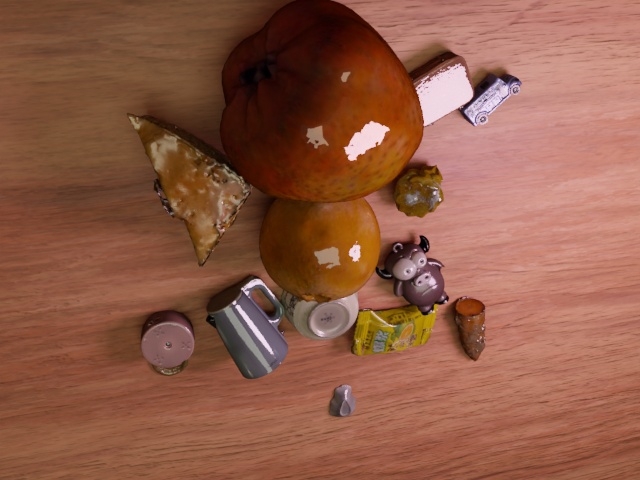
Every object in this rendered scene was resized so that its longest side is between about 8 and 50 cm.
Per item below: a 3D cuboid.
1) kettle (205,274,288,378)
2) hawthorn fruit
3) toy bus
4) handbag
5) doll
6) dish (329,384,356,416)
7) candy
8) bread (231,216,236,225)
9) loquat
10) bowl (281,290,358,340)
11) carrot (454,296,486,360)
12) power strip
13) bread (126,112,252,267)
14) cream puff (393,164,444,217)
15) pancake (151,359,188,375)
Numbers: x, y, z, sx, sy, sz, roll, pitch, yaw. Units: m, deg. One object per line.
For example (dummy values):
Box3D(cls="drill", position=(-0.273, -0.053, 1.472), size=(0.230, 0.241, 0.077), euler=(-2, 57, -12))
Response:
Box3D(cls="kettle", position=(-0.196, 0.241, 1.823), size=(0.210, 0.160, 0.243), euler=(-35, 115, -15))
Box3D(cls="hawthorn fruit", position=(0.003, -0.292, 1.434), size=(0.472, 0.472, 0.472), euler=(-6, 118, -11))
Box3D(cls="toy bus", position=(0.451, -0.387, 1.691), size=(0.167, 0.073, 0.076), euler=(-43, 116, 10))
Box3D(cls="handbag", position=(0.301, -0.389, 1.655), size=(0.193, 0.072, 0.151), euler=(-33, 119, 2))
Box3D(cls="doll", position=(0.281, 0.107, 1.878), size=(0.182, 0.117, 0.257), euler=(-35, 120, -2))
Box3D(cls="dish", position=(0.078, 0.543, 2.097), size=(0.091, 0.039, 0.137), euler=(-5, 119, -11))
Box3D(cls="candy", position=(0.236, 0.271, 1.971), size=(0.297, 0.081, 0.187), euler=(-5, 119, -24))
Box3D(cls="bread", position=(-0.266, -0.068, 1.691), size=(0.083, 0.046, 0.081), euler=(-36, 121, 4))
Box3D(cls="loquat", position=(0.000, 0.000, 1.642), size=(0.328, 0.328, 0.328), euler=(-6, 118, -11))
Box3D(cls="bowl", position=(0.012, 0.199, 1.856), size=(0.238, 0.126, 0.237), euler=(-7, 118, -13))
Box3D(cls="carrot", position=(0.494, 0.304, 2.059), size=(0.102, 0.102, 0.263), euler=(-18, 127, -5))
Box3D(cls="power strip", position=(-0.437, 0.279, 1.804), size=(0.154, 0.078, 0.154), euler=(-4, 110, -11))
Box3D(cls="bread", position=(-0.334, -0.121, 1.514), size=(0.315, 0.248, 0.279), euler=(24, 105, -6))
Box3D(cls="cream puff", position=(0.275, -0.144, 1.759), size=(0.146, 0.116, 0.146), euler=(10, 130, 11))
Box3D(cls="pancake", position=(-0.448, 0.358, 1.886), size=(0.115, 0.011, 0.115), euler=(-7, 120, -12))
